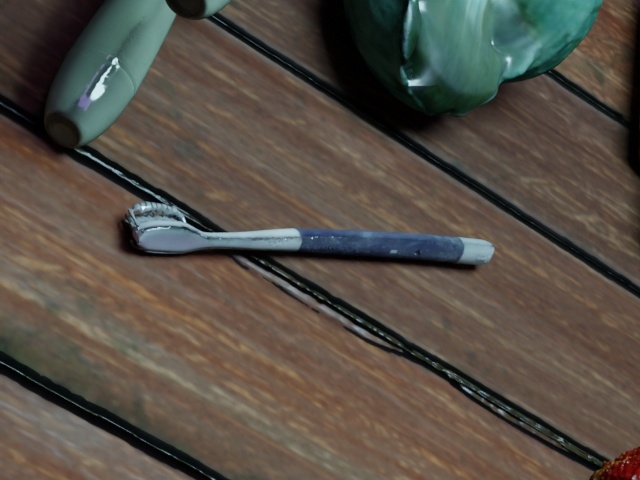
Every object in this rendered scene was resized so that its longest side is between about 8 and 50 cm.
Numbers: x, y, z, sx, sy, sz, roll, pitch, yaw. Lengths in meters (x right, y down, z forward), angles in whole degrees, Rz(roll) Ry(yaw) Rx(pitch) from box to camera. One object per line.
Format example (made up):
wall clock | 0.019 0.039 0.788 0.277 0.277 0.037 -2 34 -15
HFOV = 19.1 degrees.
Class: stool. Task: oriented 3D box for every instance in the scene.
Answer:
stool | -0.119 -0.197 1.098 0.195 0.195 0.198 41 44 -10

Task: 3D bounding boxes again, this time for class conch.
conch | 0.107 -0.175 1.332 0.202 0.134 0.196 20 90 -37

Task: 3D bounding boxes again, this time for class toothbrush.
toothbrush | 0.000 0.000 1.185 0.288 0.024 0.026 4 44 -39

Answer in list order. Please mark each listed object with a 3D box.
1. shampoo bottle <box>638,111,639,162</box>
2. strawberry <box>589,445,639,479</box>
shampoo bottle | 0.299 -0.103 1.459 0.104 0.104 0.278 32 44 -20
strawberry | 0.217 0.173 1.198 0.106 0.106 0.106 23 48 -27
